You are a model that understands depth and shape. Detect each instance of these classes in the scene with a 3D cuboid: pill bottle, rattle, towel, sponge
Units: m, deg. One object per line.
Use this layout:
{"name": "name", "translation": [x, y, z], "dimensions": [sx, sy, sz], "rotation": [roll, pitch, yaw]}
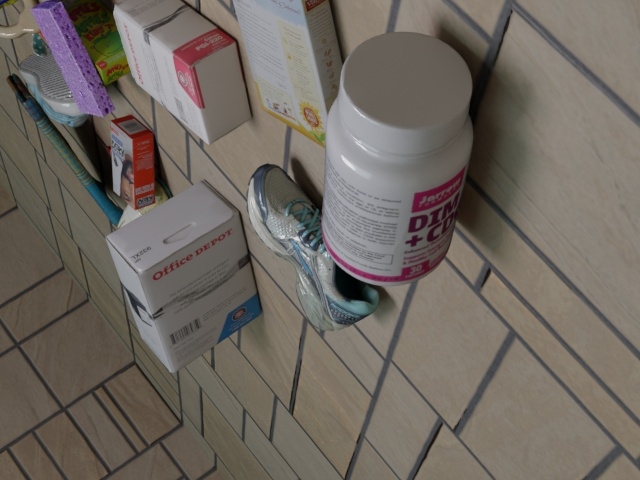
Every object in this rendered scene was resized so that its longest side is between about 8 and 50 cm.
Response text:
{"name": "pill bottle", "translation": [0.083, -0.085, 1.214], "dimensions": [0.160, 0.160, 0.283], "rotation": [46, 157, 25]}
{"name": "rattle", "translation": [-0.631, -0.470, 2.350], "dimensions": [0.199, 0.130, 0.143], "rotation": [30, 170, -3]}
{"name": "towel", "translation": [-0.585, -0.209, 2.522], "dimensions": [0.370, 0.040, 0.271], "rotation": [57, 171, -30]}
{"name": "sponge", "translation": [-0.438, -0.320, 1.930], "dimensions": [0.117, 0.031, 0.210], "rotation": [21, 139, 56]}

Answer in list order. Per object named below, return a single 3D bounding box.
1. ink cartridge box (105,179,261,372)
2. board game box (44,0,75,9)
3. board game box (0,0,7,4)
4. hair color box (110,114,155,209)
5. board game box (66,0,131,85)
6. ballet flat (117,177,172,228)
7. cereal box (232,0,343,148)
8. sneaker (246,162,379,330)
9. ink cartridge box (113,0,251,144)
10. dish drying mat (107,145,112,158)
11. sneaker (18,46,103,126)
{"name": "ink cartridge box", "translation": [-0.254, 0.071, 2.086], "dimensions": [0.129, 0.223, 0.307], "rotation": [42, 155, 35]}
{"name": "board game box", "translation": [-0.512, -0.501, 1.768], "dimensions": [0.308, 0.086, 0.302], "rotation": [19, 171, -21]}
{"name": "board game box", "translation": [-0.598, -0.530, 2.058], "dimensions": [0.047, 0.160, 0.210], "rotation": [51, 159, 11]}
{"name": "hair color box", "translation": [-0.380, -0.157, 2.213], "dimensions": [0.093, 0.053, 0.167], "rotation": [38, 138, 39]}
{"name": "board game box", "translation": [-0.401, -0.364, 1.959], "dimensions": [0.181, 0.092, 0.043], "rotation": [46, 157, 25]}
{"name": "ballet flat", "translation": [-0.394, -0.027, 2.403], "dimensions": [0.123, 0.123, 0.348], "rotation": [53, 159, 8]}
{"name": "cereal box", "translation": [-0.038, -0.244, 1.404], "dimensions": [0.173, 0.047, 0.240], "rotation": [37, 151, 41]}
{"name": "sneaker", "translation": [0.000, 0.000, 1.641], "dimensions": [0.122, 0.110, 0.283], "rotation": [-18, 108, 50]}
{"name": "ink cartridge box", "translation": [-0.213, -0.273, 1.684], "dimensions": [0.218, 0.092, 0.158], "rotation": [39, 153, 34]}
{"name": "dish drying mat", "translation": [-0.462, -0.175, 2.484], "dimensions": [0.032, 0.008, 0.083], "rotation": [25, 143, 52]}
{"name": "sneaker", "translation": [-0.510, -0.300, 2.267], "dimensions": [0.366, 0.135, 0.150], "rotation": [40, 163, 56]}
